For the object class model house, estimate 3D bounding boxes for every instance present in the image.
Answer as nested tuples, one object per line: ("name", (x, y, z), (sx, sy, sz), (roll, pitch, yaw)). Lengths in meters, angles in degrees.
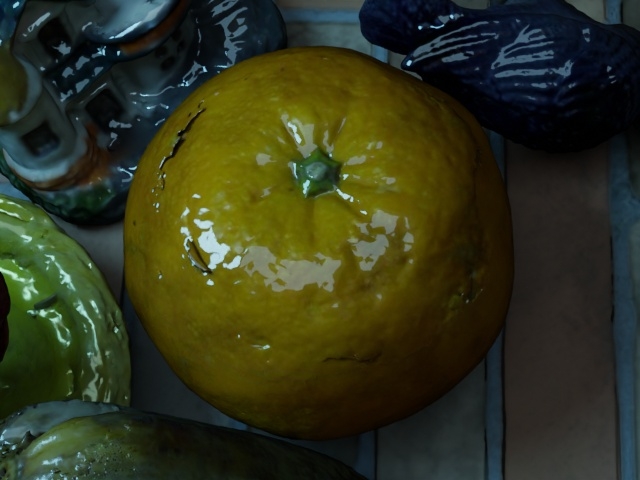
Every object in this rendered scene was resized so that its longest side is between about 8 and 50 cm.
("model house", (-0.188, -0.186, 0.880), (0.271, 0.301, 0.190), (-43, 66, -8))

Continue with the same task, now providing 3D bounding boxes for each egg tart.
("egg tart", (-0.301, 0.122, 0.872), (0.345, 0.132, 0.345), (-1, 73, 5))

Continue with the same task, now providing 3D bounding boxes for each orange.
("orange", (0.000, 0.000, 0.830), (0.284, 0.226, 0.283), (1, 68, -3))

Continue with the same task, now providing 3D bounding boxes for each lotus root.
("lotus root", (-0.054, 0.157, 0.754), (0.167, 0.329, 0.078), (35, 103, 50))

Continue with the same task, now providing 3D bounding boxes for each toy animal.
("toy animal", (0.179, -0.154, 0.903), (0.298, 0.122, 0.185), (-2, 71, -27))

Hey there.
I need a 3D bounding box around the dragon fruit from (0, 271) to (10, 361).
("dragon fruit", (-0.334, 0.096, 0.741), (0.205, 0.152, 0.317), (37, 87, 20))
